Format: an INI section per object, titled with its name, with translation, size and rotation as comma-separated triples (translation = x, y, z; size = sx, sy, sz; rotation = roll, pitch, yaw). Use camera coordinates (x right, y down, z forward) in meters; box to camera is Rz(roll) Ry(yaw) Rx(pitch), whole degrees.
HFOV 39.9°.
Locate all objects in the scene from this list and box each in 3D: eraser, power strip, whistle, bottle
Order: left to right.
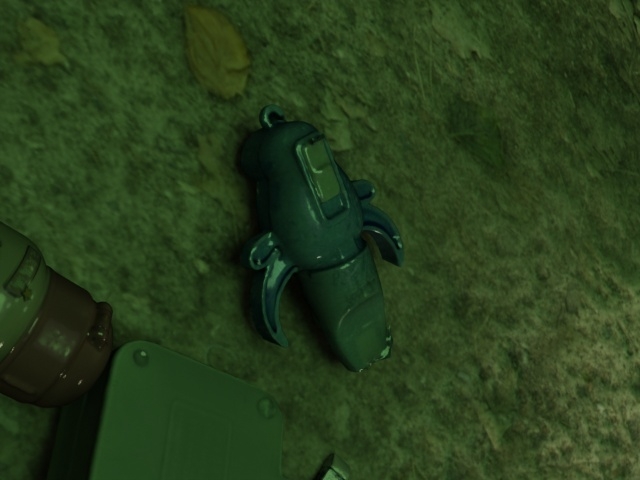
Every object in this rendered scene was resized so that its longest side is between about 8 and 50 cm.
[bottle]
translation = -0.259, 0.031, 0.598
size = 0.253, 0.120, 0.120
rotation = 38, 65, -30
[power strip]
translation = -0.070, 0.218, 0.675
size = 0.261, 0.141, 0.229
rotation = 30, 45, -33
[eraser]
translation = -0.004, 0.248, 0.835
size = 0.027, 0.019, 0.099
rotation = 43, 62, -11
[whistle]
translation = 0.000, 0.000, 0.821
size = 0.180, 0.093, 0.269
rotation = -31, 111, -34
